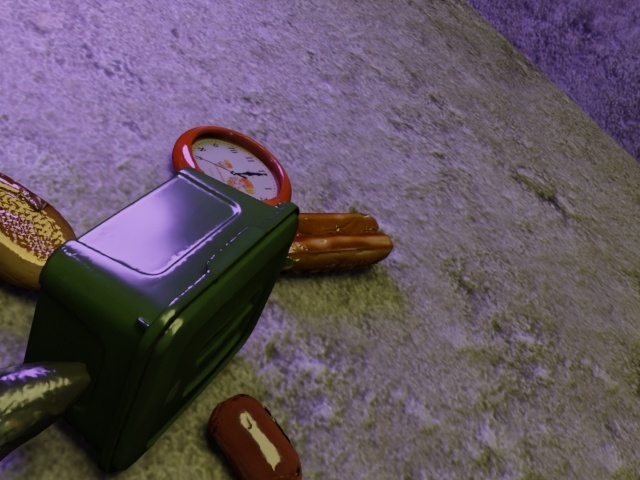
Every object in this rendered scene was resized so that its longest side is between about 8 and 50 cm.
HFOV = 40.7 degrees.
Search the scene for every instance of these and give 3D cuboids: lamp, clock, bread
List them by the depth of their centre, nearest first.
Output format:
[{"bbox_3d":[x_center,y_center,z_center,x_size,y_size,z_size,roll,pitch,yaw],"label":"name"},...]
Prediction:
[{"bbox_3d":[-0.336,0.179,0.810,0.250,0.101,0.101,-24,64,-22],"label":"lamp"},{"bbox_3d":[-0.378,-0.011,1.051,0.189,0.077,0.114,39,55,1],"label":"bread"},{"bbox_3d":[-0.140,-0.105,1.378,0.205,0.051,0.205,23,37,-19],"label":"clock"}]

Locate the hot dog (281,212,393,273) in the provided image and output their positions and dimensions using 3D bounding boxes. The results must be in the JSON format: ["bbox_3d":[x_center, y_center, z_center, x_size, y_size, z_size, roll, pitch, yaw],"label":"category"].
[{"bbox_3d":[0.000,0.000,1.364,0.269,0.072,0.115,-1,51,-39],"label":"hot dog"}]

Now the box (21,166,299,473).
[{"bbox_3d":[-0.183,0.070,0.991,0.178,0.252,0.328,32,34,7],"label":"box"}]

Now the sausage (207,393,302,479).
[{"bbox_3d":[-0.078,0.245,1.027,0.076,0.076,0.141,-15,61,-48],"label":"sausage"}]
